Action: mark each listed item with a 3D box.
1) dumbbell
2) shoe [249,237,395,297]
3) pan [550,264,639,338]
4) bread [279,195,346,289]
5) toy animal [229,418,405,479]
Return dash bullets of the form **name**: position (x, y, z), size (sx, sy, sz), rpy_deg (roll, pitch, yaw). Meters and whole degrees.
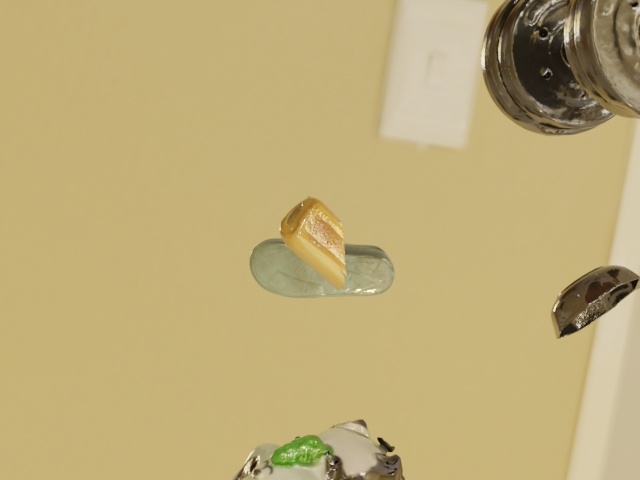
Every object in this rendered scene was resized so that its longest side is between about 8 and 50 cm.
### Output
- **dumbbell**: position (0.310, -0.211, 1.717), size (0.185, 0.185, 0.388), rpy_deg (8, 178, -16)
- **shoe**: position (0.003, 0.033, 2.138), size (0.195, 0.079, 0.078), rpy_deg (4, -165, 2)
- **pan**: position (0.379, 0.068, 2.101), size (0.202, 0.128, 0.048), rpy_deg (-12, -115, -48)
- **bread**: position (0.001, 0.000, 1.733), size (0.103, 0.062, 0.049), rpy_deg (42, 162, -32)
- **toy animal**: position (-0.017, 0.372, 2.275), size (0.266, 0.212, 0.212), rpy_deg (-9, -165, -27)
